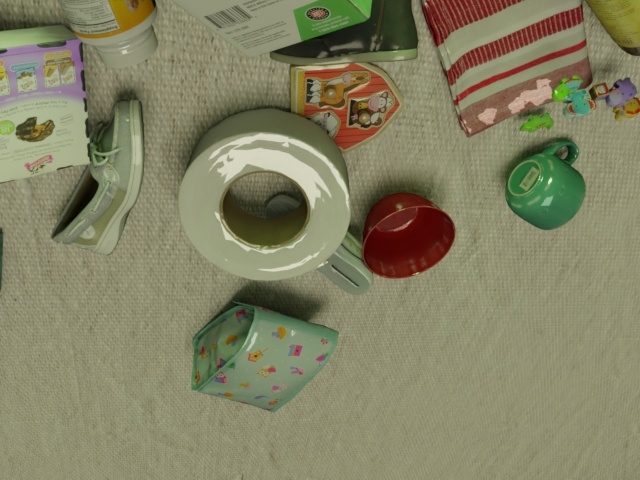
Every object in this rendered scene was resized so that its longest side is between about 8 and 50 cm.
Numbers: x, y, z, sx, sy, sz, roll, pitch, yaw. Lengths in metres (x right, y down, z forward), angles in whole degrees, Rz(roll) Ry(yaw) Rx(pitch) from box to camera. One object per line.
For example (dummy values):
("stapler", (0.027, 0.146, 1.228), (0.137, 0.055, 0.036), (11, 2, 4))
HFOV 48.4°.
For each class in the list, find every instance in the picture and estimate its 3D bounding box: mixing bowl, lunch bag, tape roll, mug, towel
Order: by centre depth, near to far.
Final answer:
("towel", (0.302, -0.328, 1.131), (0.237, 0.037, 0.329), (-23, 135, 8))
("tape roll", (-0.090, -0.072, 1.196), (0.287, 0.100, 0.286), (0, 122, -1))
("mug", (0.411, -0.109, 1.330), (0.097, 0.157, 0.129), (25, 149, -30))
("mixing bowl", (0.155, -0.025, 1.353), (0.182, 0.098, 0.181), (-9, 134, -9))
("lunch bag", (-0.118, 0.232, 1.510), (0.224, 0.160, 0.262), (22, 132, -31))

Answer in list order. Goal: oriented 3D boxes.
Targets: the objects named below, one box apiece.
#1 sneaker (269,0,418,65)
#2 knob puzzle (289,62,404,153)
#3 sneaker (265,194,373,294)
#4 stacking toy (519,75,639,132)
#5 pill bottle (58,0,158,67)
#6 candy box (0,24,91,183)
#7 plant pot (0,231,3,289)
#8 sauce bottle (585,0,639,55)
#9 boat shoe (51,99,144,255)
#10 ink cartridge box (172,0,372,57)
("sneaker", (0.031, -0.322, 1.053), (0.222, 0.083, 0.118), (-1, 106, 9))
("knob puzzle", (0.047, -0.217, 1.184), (0.213, 0.030, 0.213), (-7, 135, -7))
("sneaker", (0.000, 0.000, 1.357), (0.094, 0.091, 0.258), (-36, 111, 28))
("stacking toy", (0.464, -0.233, 1.188), (0.221, 0.052, 0.167), (-15, 168, -5))
("pill bottle", (-0.285, -0.335, 0.917), (0.117, 0.117, 0.214), (-14, 137, 1))
("candy box", (-0.418, -0.188, 0.997), (0.165, 0.070, 0.196), (-21, 133, -36))
("plant pot", (-0.687, 0.074, 1.211), (0.235, 0.165, 0.165), (11, 131, -14))
("sauce bottle", (0.414, -0.394, 1.015), (0.111, 0.111, 0.344), (-39, 138, 24))
("boat shoe", (-0.355, -0.096, 1.149), (0.103, 0.118, 0.320), (8, 139, -27))
("ink cartridge box", (-0.099, -0.358, 0.842), (0.211, 0.121, 0.289), (-4, 159, 38))
